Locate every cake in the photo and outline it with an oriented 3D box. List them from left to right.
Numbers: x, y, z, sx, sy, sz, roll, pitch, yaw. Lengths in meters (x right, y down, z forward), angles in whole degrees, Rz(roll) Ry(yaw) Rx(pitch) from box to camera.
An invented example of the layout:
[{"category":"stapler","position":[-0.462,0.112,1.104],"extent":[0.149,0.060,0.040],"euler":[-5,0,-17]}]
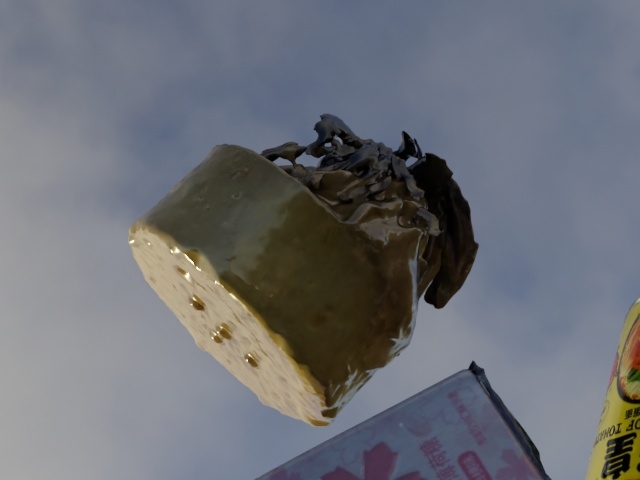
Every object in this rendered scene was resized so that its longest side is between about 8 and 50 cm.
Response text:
[{"category":"cake","position":[-0.003,0.000,1.344],"extent":[0.321,0.332,0.332],"euler":[-43,-35,-19]}]

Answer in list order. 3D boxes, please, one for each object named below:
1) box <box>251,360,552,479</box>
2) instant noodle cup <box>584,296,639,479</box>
[{"category":"box","position":[0.030,0.271,1.036],"extent":[0.369,0.190,0.112],"euler":[-25,-33,-7]},{"category":"instant noodle cup","position":[0.424,0.202,1.205],"extent":[0.325,0.254,0.325],"euler":[11,-26,6]}]
